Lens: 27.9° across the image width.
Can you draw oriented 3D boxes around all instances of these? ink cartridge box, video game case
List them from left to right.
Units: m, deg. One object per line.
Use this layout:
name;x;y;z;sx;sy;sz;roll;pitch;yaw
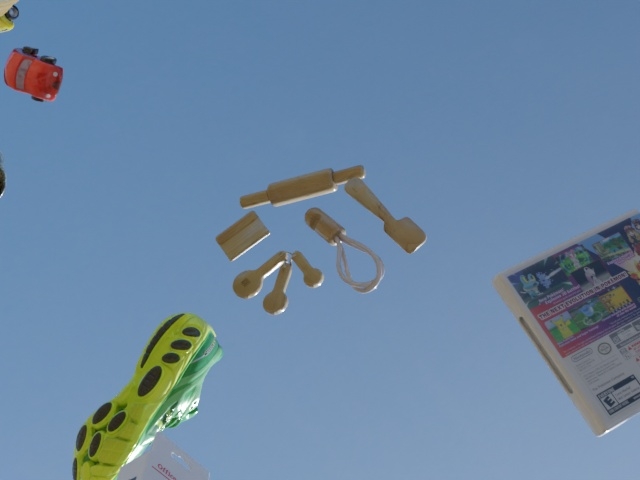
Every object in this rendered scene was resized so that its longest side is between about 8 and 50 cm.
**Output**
ink cartridge box;-0.209;0.342;1.613;0.060;0.180;0.104;-32;-64;29
video game case;0.295;0.076;1.277;0.183;0.201;0.023;57;-30;17

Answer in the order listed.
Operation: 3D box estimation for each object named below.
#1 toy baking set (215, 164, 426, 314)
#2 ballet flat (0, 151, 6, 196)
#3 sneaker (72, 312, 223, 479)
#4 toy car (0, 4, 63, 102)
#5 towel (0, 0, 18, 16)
toy baking set;-0.002;-0.005;1.512;0.256;0.030;0.197;-17;-129;13
ballet flat;-0.344;-0.095;1.183;0.070;0.188;0.070;-10;-121;18
sneaker;-0.236;0.245;1.826;0.295;0.123;0.109;-53;-135;-6
toy car;-0.468;-0.242;1.787;0.225;0.053;0.239;-42;-117;31
towel;-0.443;-0.236;1.364;0.370;0.271;0.040;-16;-84;57
